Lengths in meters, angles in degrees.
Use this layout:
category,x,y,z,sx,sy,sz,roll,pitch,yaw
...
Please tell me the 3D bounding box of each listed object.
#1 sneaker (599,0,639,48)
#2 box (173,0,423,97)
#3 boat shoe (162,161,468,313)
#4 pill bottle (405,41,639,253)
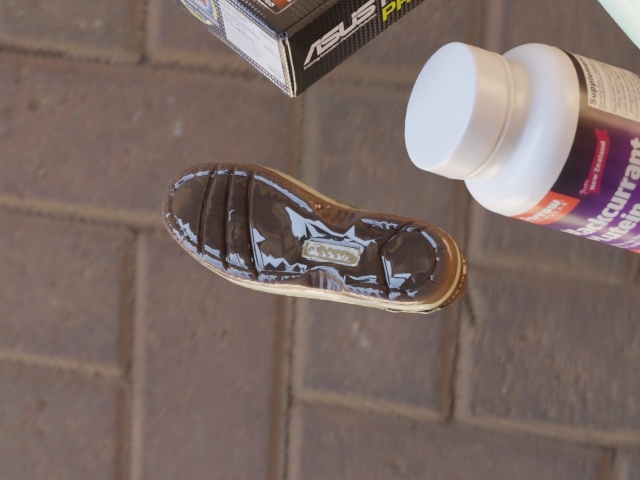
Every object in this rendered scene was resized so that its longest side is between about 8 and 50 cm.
category,x,y,z,sx,sy,sz,roll,pitch,yaw
sneaker,0.209,-0.139,0.696,0.256,0.094,0.151,-37,114,-2
box,-0.028,-0.239,1.277,0.270,0.216,0.060,42,159,29
boat shoe,-0.003,0.008,1.577,0.257,0.095,0.095,19,87,25
pill bottle,0.154,-0.059,1.229,0.193,0.108,0.108,14,115,-26
